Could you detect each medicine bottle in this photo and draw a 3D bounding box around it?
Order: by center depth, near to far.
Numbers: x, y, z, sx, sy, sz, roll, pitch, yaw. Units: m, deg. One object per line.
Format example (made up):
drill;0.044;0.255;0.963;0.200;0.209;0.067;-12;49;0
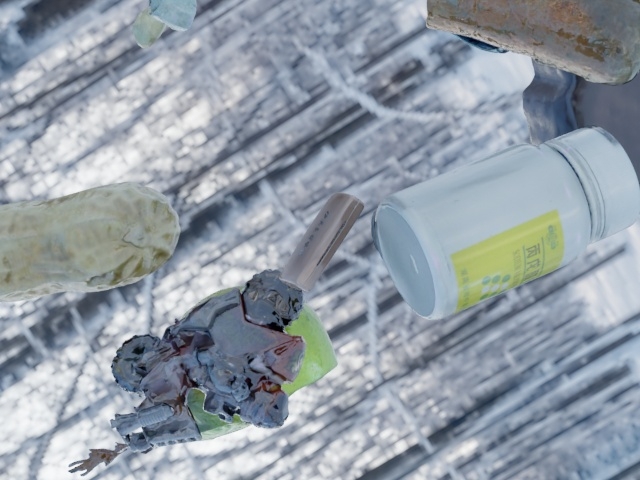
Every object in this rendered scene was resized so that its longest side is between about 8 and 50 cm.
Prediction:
medicine bottle;0.199;-0.024;1.400;0.143;0.258;0.143;55;159;33

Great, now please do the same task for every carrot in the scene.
carrot;0.289;-0.296;1.724;0.301;0.139;0.139;16;180;10

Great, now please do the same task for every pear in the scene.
pear;-0.185;0.228;2.422;0.239;0.342;0.318;66;-153;-4

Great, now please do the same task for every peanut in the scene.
peanut;-0.348;0.008;1.752;0.153;0.325;0.140;-122;23;-64

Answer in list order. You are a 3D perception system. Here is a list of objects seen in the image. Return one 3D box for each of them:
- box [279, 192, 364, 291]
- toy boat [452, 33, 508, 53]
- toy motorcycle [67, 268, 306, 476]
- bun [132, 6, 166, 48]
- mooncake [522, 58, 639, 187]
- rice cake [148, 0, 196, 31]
box;0.000;0.000;1.388;0.025;0.115;0.048;40;167;-30
toy boat;0.246;-0.334;2.070;0.137;0.060;0.061;29;-167;-4
toy motorcycle;-0.180;0.203;1.780;0.134;0.401;0.207;68;176;-71
bun;-0.333;-0.416;2.549;0.055;0.086;0.086;37;-165;-22
mooncake;0.513;-0.240;2.147;0.212;0.350;0.381;-151;68;-66
rice cake;-0.230;-0.466;2.058;0.066;0.063;0.336;18;-126;-34
